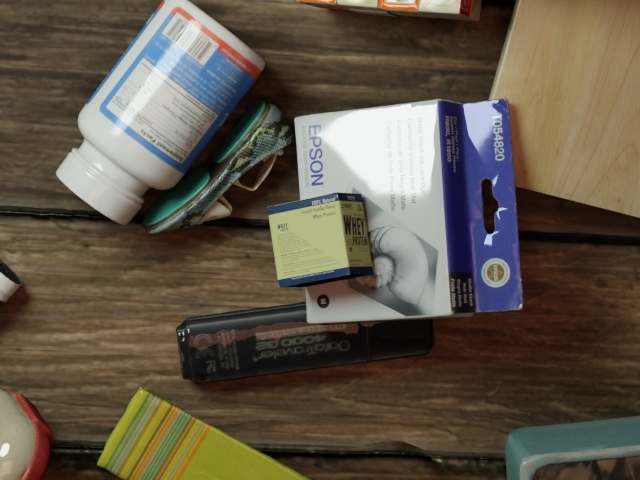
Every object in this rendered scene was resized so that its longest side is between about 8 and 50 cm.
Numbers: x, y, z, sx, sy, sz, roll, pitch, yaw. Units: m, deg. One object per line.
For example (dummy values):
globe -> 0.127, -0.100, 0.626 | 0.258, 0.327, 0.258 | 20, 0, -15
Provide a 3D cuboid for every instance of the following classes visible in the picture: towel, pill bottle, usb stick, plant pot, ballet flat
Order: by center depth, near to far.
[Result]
pill bottle -> -0.167, -0.130, 1.600 | 0.124, 0.124, 0.221 | 37, 94, -9
plant pot -> 0.307, 0.298, 1.643 | 0.247, 0.252, 0.248 | -6, 99, -5
ballet flat -> -0.101, -0.061, 1.649 | 0.188, 0.070, 0.070 | -44, 100, 5
usb stick -> -0.013, 0.102, 1.689 | 0.278, 0.045, 0.077 | -7, 105, -5
towel -> -0.118, 0.255, 1.716 | 0.237, 0.021, 0.102 | 30, 100, -10

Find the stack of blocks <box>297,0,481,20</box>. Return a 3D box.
stack of blocks -> 0.135, -0.307, 1.563 | 0.297, 0.087, 0.171 | 6, 95, 17

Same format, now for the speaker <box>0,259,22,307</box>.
speaker -> -0.375, 0.076, 1.645 | 0.055, 0.055, 0.136 | 43, 92, -10

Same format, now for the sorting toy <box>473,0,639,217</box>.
sorting toy -> 0.306, -0.166, 1.657 | 0.255, 0.089, 0.257 | 14, 97, -7

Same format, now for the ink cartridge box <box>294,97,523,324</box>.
ink cartridge box -> 0.087, -0.029, 1.611 | 0.224, 0.045, 0.223 | -6, 86, 21

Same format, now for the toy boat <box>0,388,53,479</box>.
toy boat -> -0.346, 0.278, 1.651 | 0.151, 0.151, 0.231 | 35, 94, -38

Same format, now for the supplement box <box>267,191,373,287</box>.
supplement box -> 0.000, 0.000, 1.589 | 0.083, 0.056, 0.083 | -11, 84, 27
